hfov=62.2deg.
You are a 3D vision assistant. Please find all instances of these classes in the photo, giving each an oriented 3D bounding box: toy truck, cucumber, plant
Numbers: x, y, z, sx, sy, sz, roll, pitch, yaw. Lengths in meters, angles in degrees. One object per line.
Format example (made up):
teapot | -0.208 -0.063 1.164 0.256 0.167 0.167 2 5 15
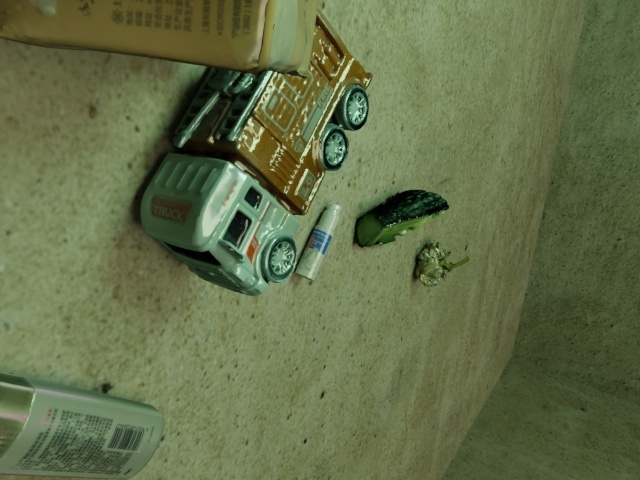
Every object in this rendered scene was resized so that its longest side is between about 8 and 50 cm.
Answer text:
toy truck | -0.072 -0.105 0.590 0.162 0.136 0.305 44 66 -50
cucumber | 0.147 -0.047 1.023 0.193 0.115 0.085 -25 83 -45
plant | 0.296 0.059 1.286 0.104 0.122 0.116 -15 112 -67

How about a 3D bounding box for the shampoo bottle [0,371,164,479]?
shampoo bottle | -0.255 0.192 0.530 0.086 0.056 0.227 -62 148 -11

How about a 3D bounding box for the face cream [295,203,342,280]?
face cream | 0.000 0.000 0.855 0.130 0.034 0.034 -65 149 -9

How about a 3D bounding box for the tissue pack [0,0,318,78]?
tissue pack | -0.092 -0.288 0.394 0.239 0.239 0.305 -16 118 -54
